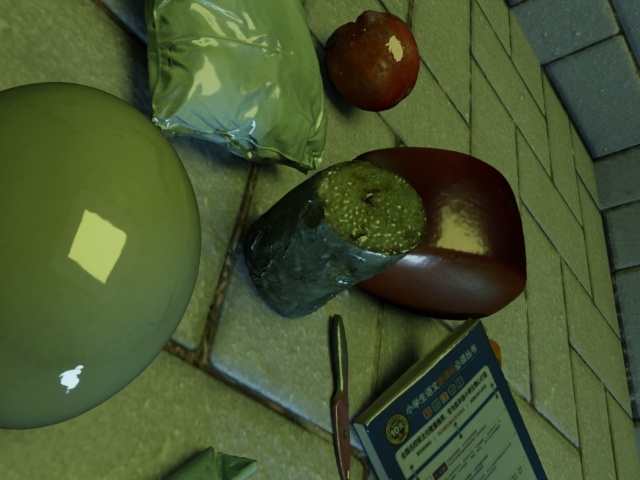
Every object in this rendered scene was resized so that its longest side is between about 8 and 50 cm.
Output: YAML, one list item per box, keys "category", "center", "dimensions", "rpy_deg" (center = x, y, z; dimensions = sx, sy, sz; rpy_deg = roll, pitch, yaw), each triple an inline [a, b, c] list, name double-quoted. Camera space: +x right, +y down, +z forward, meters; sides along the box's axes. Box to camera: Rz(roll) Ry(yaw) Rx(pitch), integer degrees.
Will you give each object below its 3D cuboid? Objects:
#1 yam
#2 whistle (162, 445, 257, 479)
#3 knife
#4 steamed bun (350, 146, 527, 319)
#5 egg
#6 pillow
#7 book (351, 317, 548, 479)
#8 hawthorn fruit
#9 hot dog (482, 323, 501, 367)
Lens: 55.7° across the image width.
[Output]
- category: "yam"
  center: [0.000, 0.000, 0.761]
  dimensions: [0.154, 0.254, 0.153]
  rpy_deg: [12, 64, -27]
- category: "whistle"
  center: [-0.170, 0.268, 0.526]
  dimensions: [0.312, 0.062, 0.062]
  rpy_deg: [-21, 92, -55]
- category: "knife"
  center: [0.030, 0.226, 0.862]
  dimensions: [0.035, 0.018, 0.247]
  rpy_deg: [23, 58, -51]
- category: "steamed bun"
  center: [0.203, -0.004, 1.008]
  dimensions: [0.379, 0.248, 0.234]
  rpy_deg: [30, 53, -46]
- category: "egg"
  center: [-0.202, 0.005, 0.464]
  dimensions: [0.219, 0.219, 0.269]
  rpy_deg: [27, 59, -46]
- category: "pillow"
  center: [-0.112, -0.251, 0.779]
  dimensions: [0.283, 0.138, 0.309]
  rpy_deg: [3, 75, -53]
- category: "book"
  center: [0.243, 0.383, 0.980]
  dimensions: [0.300, 0.039, 0.427]
  rpy_deg: [-31, 102, -33]
- category: "hawthorn fruit"
  center: [0.096, -0.316, 1.079]
  dimensions: [0.173, 0.173, 0.172]
  rpy_deg: [28, 53, -45]
- category: "hot dog"
  center: [0.295, 0.248, 1.153]
  dimensions: [0.109, 0.072, 0.269]
  rpy_deg: [54, 29, -10]
